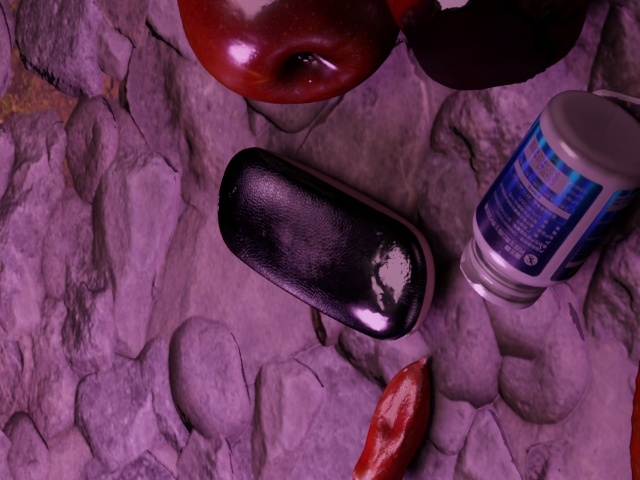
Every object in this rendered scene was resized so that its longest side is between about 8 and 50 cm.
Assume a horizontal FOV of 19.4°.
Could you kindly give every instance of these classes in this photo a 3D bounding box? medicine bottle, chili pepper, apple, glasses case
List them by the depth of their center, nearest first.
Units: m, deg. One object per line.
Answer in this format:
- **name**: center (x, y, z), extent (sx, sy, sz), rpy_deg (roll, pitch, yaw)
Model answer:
- **medicine bottle**: center (0.200, -0.030, 1.629), extent (0.107, 0.107, 0.191), rpy_deg (57, 135, 28)
- **apple**: center (-0.030, -0.239, 1.796), extent (0.218, 0.218, 0.201), rpy_deg (-32, 64, 46)
- **chili pepper**: center (0.069, 0.199, 1.847), extent (0.059, 0.050, 0.191), rpy_deg (33, 105, 45)
- **glasses case**: center (0.000, 0.000, 1.886), extent (0.314, 0.075, 0.122), rpy_deg (29, 113, 44)

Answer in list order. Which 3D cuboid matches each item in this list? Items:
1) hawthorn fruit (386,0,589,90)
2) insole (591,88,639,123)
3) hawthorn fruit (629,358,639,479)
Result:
- **hawthorn fruit**: center (0.136, -0.251, 1.642), extent (0.189, 0.189, 0.251), rpy_deg (-56, 40, 36)
- **insole**: center (0.296, -0.093, 1.595), extent (0.197, 0.004, 0.065), rpy_deg (21, 109, 46)
- **hawthorn fruit**: center (0.359, 0.118, 1.389), extent (0.254, 0.254, 0.300), rpy_deg (-21, 49, 48)
